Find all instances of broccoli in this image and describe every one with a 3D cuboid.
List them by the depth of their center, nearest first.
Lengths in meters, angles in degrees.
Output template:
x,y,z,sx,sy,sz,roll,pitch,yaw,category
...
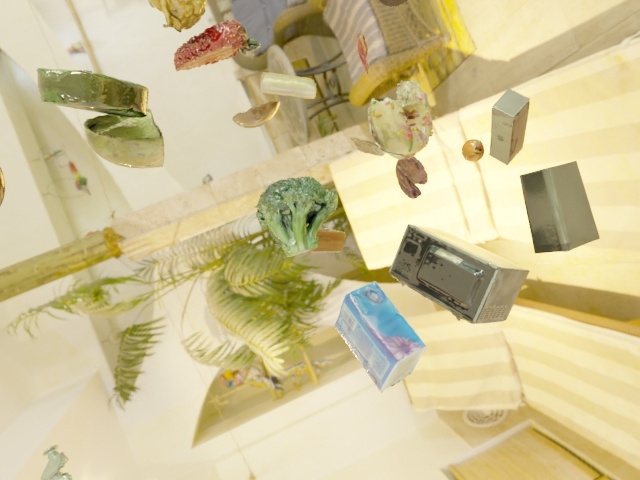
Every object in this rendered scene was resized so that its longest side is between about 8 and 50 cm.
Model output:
x,y,z,sx,sy,sz,roll,pitch,yaw,category
-0.069,-0.073,1.453,0.294,0.265,0.246,120,144,-74,broccoli

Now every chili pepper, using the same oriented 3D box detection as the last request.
x,y,z,sx,sy,sz,roll,pitch,yaw,category
0.163,-0.713,1.803,0.027,0.045,0.178,-15,86,38,chili pepper

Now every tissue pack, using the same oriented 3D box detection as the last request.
x,y,z,sx,sy,sz,roll,pitch,yaw,category
0.179,0.292,1.456,0.263,0.146,0.198,51,147,30,tissue pack

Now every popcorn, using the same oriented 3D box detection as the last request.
x,y,z,sx,sy,sz,roll,pitch,yaw,category
-0.450,-0.753,1.386,0.250,0.190,0.250,53,-163,-25,popcorn

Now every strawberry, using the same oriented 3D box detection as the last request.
x,y,z,sx,sy,sz,roll,pitch,yaw,category
-0.335,-0.625,1.490,0.188,0.286,0.106,-134,26,-77,strawberry

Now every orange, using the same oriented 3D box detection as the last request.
x,y,z,sx,sy,sz,roll,pitch,yaw,category
0.540,-0.318,1.672,0.083,0.083,0.084,157,90,-80,orange

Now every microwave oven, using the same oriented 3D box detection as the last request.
x,y,z,sx,sy,sz,roll,pitch,yaw,category
0.452,0.116,1.584,0.355,0.286,0.219,31,107,40,microwave oven

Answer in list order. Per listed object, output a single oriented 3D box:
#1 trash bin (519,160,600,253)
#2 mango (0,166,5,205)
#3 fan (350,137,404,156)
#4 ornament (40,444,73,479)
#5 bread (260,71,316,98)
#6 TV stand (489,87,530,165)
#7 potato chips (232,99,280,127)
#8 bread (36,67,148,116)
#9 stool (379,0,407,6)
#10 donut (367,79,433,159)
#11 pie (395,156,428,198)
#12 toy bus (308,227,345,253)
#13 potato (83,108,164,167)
x,y,z,sx,sy,sz,roll,pitch,yaw,category
0.691,-0.097,1.381,0.122,0.164,0.241,-11,95,62,trash bin
-0.843,-0.102,1.127,0.133,0.267,0.111,19,-151,-47,mango
0.233,-0.365,1.908,0.226,0.008,0.152,20,174,26,fan
-0.521,0.453,0.935,0.041,0.068,0.092,24,-129,-67,ornament
-0.105,-0.504,1.534,0.139,0.178,0.060,-109,25,-63,bread
0.606,-0.359,1.523,0.082,0.088,0.269,41,175,29,TV stand
-0.230,-0.455,1.742,0.062,0.195,0.208,64,157,-7,potato chips
-0.831,-0.544,1.748,0.382,0.366,0.129,-149,65,-69,bread
0.215,-0.965,1.642,0.179,0.179,0.264,83,164,-57,stool
0.358,-0.504,2.014,0.150,0.371,0.307,-4,116,41,donut
0.433,-0.308,2.255,0.204,0.054,0.219,62,160,12,pie
0.000,0.000,1.967,0.114,0.201,0.098,15,99,46,toy bus
-0.795,-0.382,1.922,0.330,0.280,0.213,49,141,47,potato
